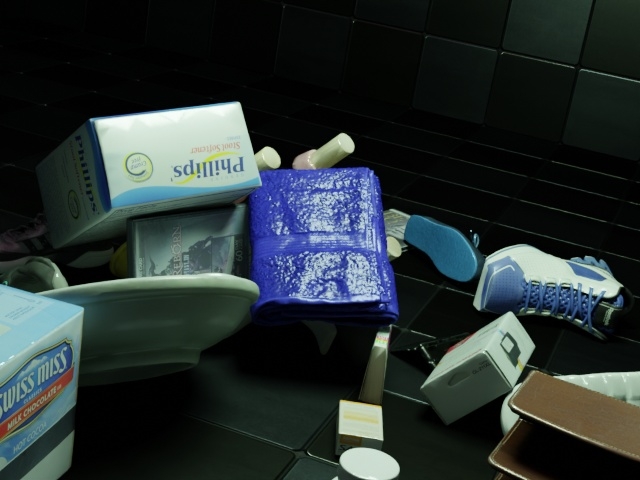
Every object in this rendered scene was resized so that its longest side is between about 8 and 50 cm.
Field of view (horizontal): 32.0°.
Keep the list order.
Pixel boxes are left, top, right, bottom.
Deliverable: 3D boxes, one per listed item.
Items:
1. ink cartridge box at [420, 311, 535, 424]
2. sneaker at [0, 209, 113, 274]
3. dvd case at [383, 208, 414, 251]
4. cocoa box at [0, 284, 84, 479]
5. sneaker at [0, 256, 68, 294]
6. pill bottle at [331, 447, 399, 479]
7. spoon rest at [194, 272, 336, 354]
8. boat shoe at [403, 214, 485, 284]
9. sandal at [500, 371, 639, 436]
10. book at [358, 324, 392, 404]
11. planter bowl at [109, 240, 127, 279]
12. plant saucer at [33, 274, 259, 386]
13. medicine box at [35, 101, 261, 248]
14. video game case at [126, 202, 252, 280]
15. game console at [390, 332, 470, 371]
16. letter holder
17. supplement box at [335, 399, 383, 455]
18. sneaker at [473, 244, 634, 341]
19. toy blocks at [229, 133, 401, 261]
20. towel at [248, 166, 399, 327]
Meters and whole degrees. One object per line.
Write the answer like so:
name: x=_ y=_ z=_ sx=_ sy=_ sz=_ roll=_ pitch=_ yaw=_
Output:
ink cartridge box: x=0.241 y=0.193 z=1.694 sx=0.072 sy=0.127 sz=0.175 roll=55 pitch=27 yaw=-1
sneaker: x=-0.486 y=-0.029 z=1.943 sx=0.268 sy=0.153 sz=0.101 roll=-4 pitch=23 yaw=-33
dvd case: x=0.159 y=-0.022 z=2.434 sx=0.164 sy=0.018 sz=0.221 roll=24 pitch=23 yaw=34
cocoa box: x=-0.444 y=0.198 z=1.214 sx=0.231 sy=0.228 sz=0.347 roll=14 pitch=20 yaw=14
sneaker: x=-0.456 y=0.098 z=1.613 sx=0.267 sy=0.101 sz=0.106 roll=-17 pitch=10 yaw=45
pill bottle: x=0.040 y=0.313 z=1.224 sx=0.087 sy=0.160 sz=0.087 roll=9 pitch=19 yaw=-3
spoon rest: x=-0.115 y=0.117 z=1.775 sx=0.276 sy=0.137 sz=0.084 roll=13 pitch=35 yaw=-19
boat shoe: x=0.270 y=0.009 z=2.269 sx=0.089 sy=0.109 sz=0.258 roll=15 pitch=21 yaw=-32
sandal: x=0.466 y=0.271 z=1.621 sx=0.416 sy=0.169 sz=0.102 roll=10 pitch=-21 yaw=1
book: x=0.092 y=0.177 z=1.726 sx=0.035 sy=0.096 sz=0.144 roll=12 pitch=19 yaw=5
planter bowl: x=-0.237 y=0.046 z=1.879 sx=0.217 sy=0.217 sz=0.090 roll=-8 pitch=64 yaw=-40
plant saucer: x=-0.275 y=0.135 z=1.516 sx=0.400 sy=0.101 sz=0.400 roll=-9 pitch=-11 yaw=-2
medicine box: x=-0.286 y=-0.104 z=1.817 sx=0.263 sy=0.149 sz=0.289 roll=-12 pitch=-6 yaw=-33
video game case: x=-0.193 y=0.046 z=1.809 sx=0.274 sy=0.196 sz=0.026 roll=-10 pitch=15 yaw=-44
game console: x=0.199 y=0.196 z=1.852 sx=0.122 sy=0.071 sz=0.107 roll=-9 pitch=56 yaw=-40
letter holder: x=0.361 y=0.313 z=1.398 sx=0.301 sy=0.152 sz=0.214 roll=18 pitch=23 yaw=23
supplement box: x=0.054 y=0.264 z=1.553 sx=0.062 sy=0.036 sz=0.098 roll=10 pitch=19 yaw=-1
sneaker: x=0.461 y=0.099 z=2.075 sx=0.315 sy=0.127 sz=0.182 roll=2 pitch=19 yaw=-24
toy blocks: x=-0.053 y=0.000 z=2.056 sx=0.260 sy=0.309 sz=0.288 roll=-32 pitch=-10 yaw=38
towel: x=0.000 y=0.000 z=1.767 sx=0.227 sy=0.076 sz=0.308 roll=1 pitch=47 yaw=-6
